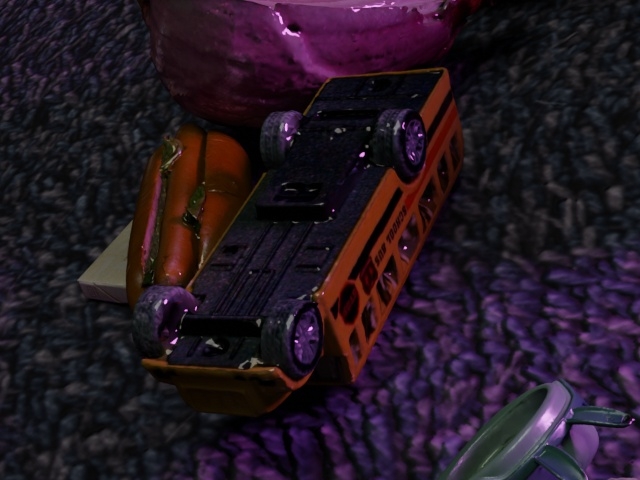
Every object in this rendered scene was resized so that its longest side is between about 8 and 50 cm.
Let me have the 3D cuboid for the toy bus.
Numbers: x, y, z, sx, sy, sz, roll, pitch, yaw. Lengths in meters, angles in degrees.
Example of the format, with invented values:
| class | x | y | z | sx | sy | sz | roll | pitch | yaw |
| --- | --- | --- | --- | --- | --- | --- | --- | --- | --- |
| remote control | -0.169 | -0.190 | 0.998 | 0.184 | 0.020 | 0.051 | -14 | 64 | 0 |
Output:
| class | x | y | z | sx | sy | sz | roll | pitch | yaw |
| --- | --- | --- | --- | --- | --- | --- | --- | --- | --- |
| toy bus | 0.000 | 0.000 | 0.908 | 0.121 | 0.123 | 0.335 | 1 | 40 | 28 |

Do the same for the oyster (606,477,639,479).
| class | x | y | z | sx | sy | sz | roll | pitch | yaw |
| --- | --- | --- | --- | --- | --- | --- | --- | --- | --- |
| oyster | 0.192 | 0.193 | 0.566 | 0.252 | 0.087 | 0.199 | -11 | 44 | 29 |

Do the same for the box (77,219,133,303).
| class | x | y | z | sx | sy | sz | roll | pitch | yaw |
| --- | --- | --- | --- | --- | --- | --- | --- | --- | --- |
| box | -0.109 | 0.019 | 1.030 | 0.167 | 0.024 | 0.090 | 5 | 41 | 34 |

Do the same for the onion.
| class | x | y | z | sx | sy | sz | roll | pitch | yaw |
| --- | --- | --- | --- | --- | --- | --- | --- | --- | --- |
| onion | 0.006 | -0.181 | 1.143 | 0.348 | 0.159 | 0.267 | 4 | 32 | -5 |

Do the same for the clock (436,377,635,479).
| class | x | y | z | sx | sy | sz | roll | pitch | yaw |
| --- | --- | --- | --- | --- | --- | --- | --- | --- | --- |
| clock | 0.110 | 0.122 | 0.688 | 0.101 | 0.041 | 0.135 | -43 | -2 | -30 |

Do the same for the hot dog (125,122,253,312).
| class | x | y | z | sx | sy | sz | roll | pitch | yaw |
| --- | --- | --- | --- | --- | --- | --- | --- | --- | --- |
| hot dog | -0.103 | -0.022 | 1.000 | 0.100 | 0.068 | 0.249 | -16 | 33 | 7 |
